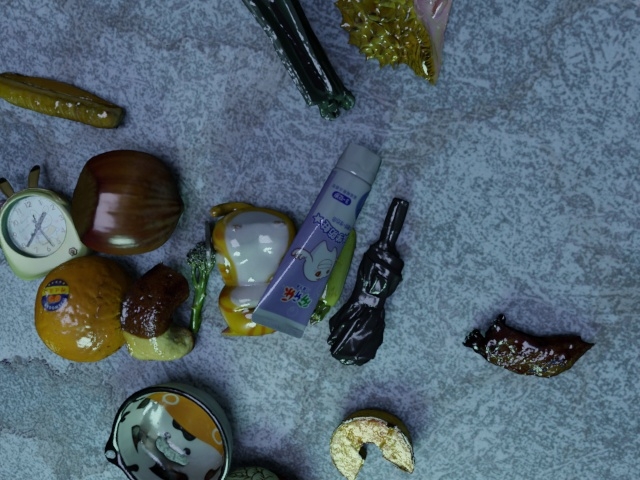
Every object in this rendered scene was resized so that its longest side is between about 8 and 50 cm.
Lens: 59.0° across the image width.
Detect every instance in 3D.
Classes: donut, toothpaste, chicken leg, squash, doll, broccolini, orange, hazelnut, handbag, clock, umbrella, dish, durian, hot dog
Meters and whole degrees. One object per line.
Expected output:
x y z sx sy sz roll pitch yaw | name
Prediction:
0.107 0.418 1.180 0.181 0.078 0.145 -19 97 22 | donut
-0.329 0.171 1.172 0.085 0.141 0.217 11 118 27 | donut
0.000 0.000 1.049 0.125 0.080 0.371 29 89 -37 | toothpaste
0.390 0.205 1.074 0.234 0.063 0.105 15 110 7 | chicken leg
0.014 0.071 1.121 0.090 0.075 0.200 13 83 -9 | squash
-0.128 0.063 1.106 0.167 0.162 0.269 -2 97 -7 | doll
-0.263 0.109 1.198 0.067 0.058 0.216 17 106 5 | broccolini
-0.482 0.140 1.171 0.193 0.219 0.219 -10 100 22 | orange
-0.389 -0.072 1.132 0.186 0.210 0.210 -4 103 38 | hazelnut
-0.037 -0.327 0.949 0.079 0.247 0.260 -31 93 11 | handbag
-0.606 -0.041 1.218 0.170 0.069 0.231 -21 98 1 | clock
0.102 0.082 1.095 0.118 0.118 0.339 17 97 8 | umbrella
-0.309 0.429 1.247 0.303 0.120 0.302 3 102 13 | dish
0.116 -0.430 0.975 0.196 0.186 0.304 16 116 33 | durian
-0.541 -0.284 1.162 0.289 0.083 0.068 19 125 8 | hot dog

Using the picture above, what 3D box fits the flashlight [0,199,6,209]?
-0.681 -0.046 1.270 0.052 0.031 0.110 -41 88 -6 | flashlight

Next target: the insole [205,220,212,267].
-0.217 0.002 1.099 0.010 0.192 0.063 -6 110 -10 | insole

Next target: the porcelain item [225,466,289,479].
-0.148 0.619 1.200 0.253 0.253 0.252 3 103 12 | porcelain item

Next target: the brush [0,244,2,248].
-0.802 -0.043 1.302 0.191 0.027 0.034 33 111 -4 | brush
